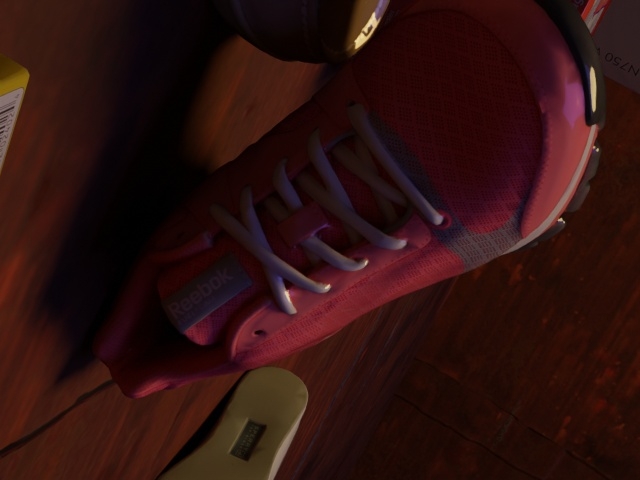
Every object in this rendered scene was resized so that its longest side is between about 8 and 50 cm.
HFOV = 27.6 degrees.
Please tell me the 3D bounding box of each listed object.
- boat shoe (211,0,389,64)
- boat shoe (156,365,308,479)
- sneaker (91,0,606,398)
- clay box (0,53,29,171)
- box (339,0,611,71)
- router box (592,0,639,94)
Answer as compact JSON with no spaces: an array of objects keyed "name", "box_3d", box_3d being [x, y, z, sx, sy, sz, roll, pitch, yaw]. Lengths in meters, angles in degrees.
[{"name":"boat shoe","box_3d":[0.022,-0.144,0.476,0.109,0.098,0.302,-56,169,-21]},{"name":"boat shoe","box_3d":[-0.076,0.196,1.023,0.227,0.079,0.081,-53,164,-47]},{"name":"sneaker","box_3d":[0.000,0.001,0.579,0.136,0.116,0.314,-32,175,-41]},{"name":"clay box","box_3d":[-0.155,0.035,0.258,0.222,0.053,0.127,-40,158,-58]},{"name":"box","box_3d":[0.127,-0.193,0.774,0.128,0.122,0.257,-43,161,-59]},{"name":"router box","box_3d":[0.309,-0.225,0.961,0.082,0.335,0.301,-54,168,-34]}]
